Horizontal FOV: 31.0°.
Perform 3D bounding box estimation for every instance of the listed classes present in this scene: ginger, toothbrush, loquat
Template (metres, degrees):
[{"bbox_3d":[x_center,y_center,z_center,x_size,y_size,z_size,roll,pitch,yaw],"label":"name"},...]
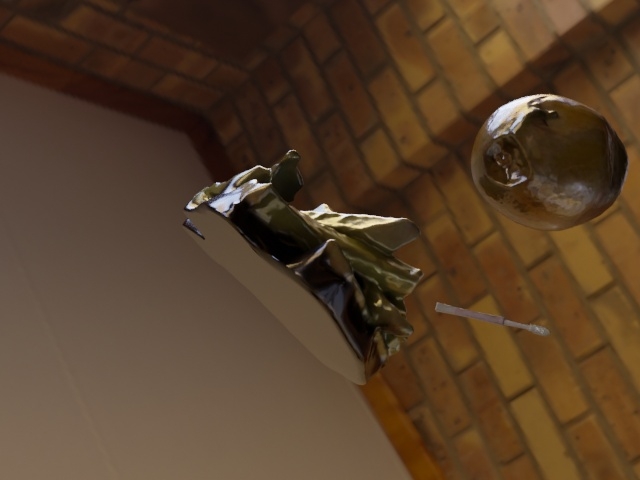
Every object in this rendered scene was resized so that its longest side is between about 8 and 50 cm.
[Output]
[{"bbox_3d":[0.000,0.000,1.536,0.358,0.211,0.413,40,167,11],"label":"ginger"},{"bbox_3d":[0.282,0.130,1.894,0.017,0.194,0.014,57,-131,-63],"label":"toothbrush"},{"bbox_3d":[0.296,-0.101,1.484,0.227,0.179,0.179,-4,-120,-47],"label":"loquat"}]
